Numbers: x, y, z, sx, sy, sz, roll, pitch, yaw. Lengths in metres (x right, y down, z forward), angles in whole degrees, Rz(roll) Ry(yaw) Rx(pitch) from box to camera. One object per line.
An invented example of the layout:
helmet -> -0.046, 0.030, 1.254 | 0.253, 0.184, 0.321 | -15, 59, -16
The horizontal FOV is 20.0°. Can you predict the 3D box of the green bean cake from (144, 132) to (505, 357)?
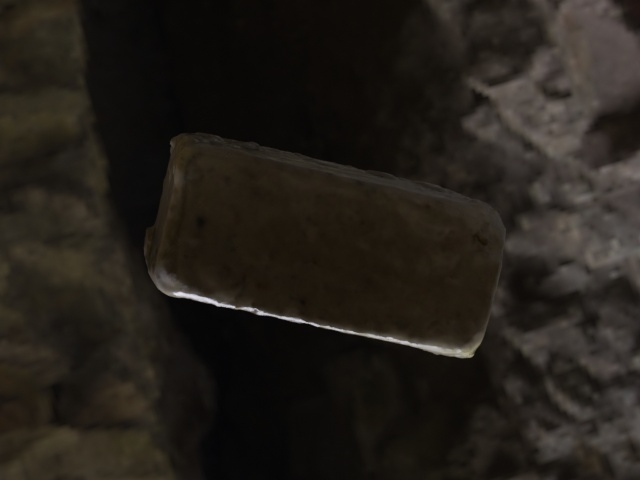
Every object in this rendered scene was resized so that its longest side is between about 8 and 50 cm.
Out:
green bean cake -> 0.000, 0.000, 0.960 | 0.109, 0.179, 0.085 | -133, 56, -81
